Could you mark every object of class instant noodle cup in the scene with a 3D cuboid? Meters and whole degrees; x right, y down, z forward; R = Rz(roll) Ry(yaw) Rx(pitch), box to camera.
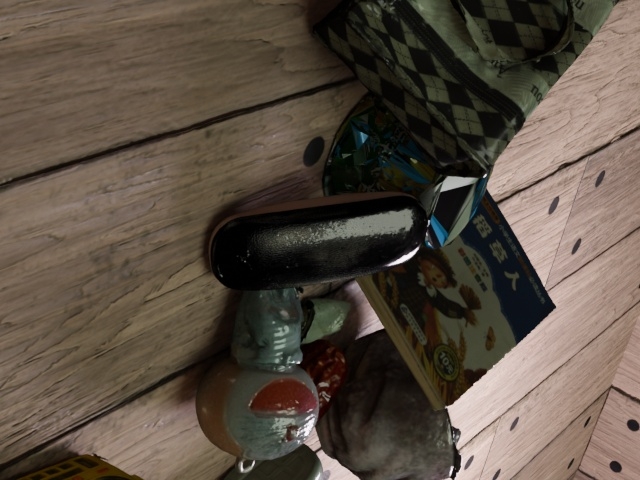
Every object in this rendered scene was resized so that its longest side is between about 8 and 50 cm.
[{"bbox_3d":[0.143,-0.103,1.620,0.240,0.178,0.240,-40,146,-34],"label":"instant noodle cup"}]

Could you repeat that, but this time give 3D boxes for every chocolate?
[{"bbox_3d":[0.096,0.310,1.857,0.213,0.303,0.303,-16,139,-8],"label":"chocolate"}]

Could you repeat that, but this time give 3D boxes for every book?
[{"bbox_3d":[0.239,0.074,1.839,0.039,0.300,0.428,-32,179,42],"label":"book"}]

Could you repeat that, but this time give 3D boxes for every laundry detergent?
[{"bbox_3d":[-0.113,0.554,1.877,0.264,0.124,0.398,-37,146,-38],"label":"laundry detergent"}]

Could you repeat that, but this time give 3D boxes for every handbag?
[{"bbox_3d":[0.213,-0.337,1.441,0.317,0.180,0.416,44,75,-18],"label":"handbag"}]

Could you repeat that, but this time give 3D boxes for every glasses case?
[{"bbox_3d":[0.000,0.000,1.470,0.314,0.075,0.122,-9,126,-15],"label":"glasses case"}]

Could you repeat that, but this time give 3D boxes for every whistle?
[{"bbox_3d":[-0.078,0.179,1.542,0.189,0.189,0.348,-2,103,-57],"label":"whistle"}]

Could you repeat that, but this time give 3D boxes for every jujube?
[{"bbox_3d":[-0.026,0.241,1.736,0.176,0.112,0.109,-48,149,-29],"label":"jujube"}]

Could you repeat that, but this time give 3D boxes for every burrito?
[{"bbox_3d":[0.003,0.130,1.747,0.118,0.044,0.074,-3,116,-54],"label":"burrito"}]

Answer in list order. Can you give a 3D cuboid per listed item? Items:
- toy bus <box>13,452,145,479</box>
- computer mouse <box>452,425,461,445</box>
[{"bbox_3d":[-0.364,0.371,1.276,0.330,0.152,0.144,-11,120,-57],"label":"toy bus"},{"bbox_3d":[0.306,0.482,2.551,0.079,0.047,0.135,-67,160,-3],"label":"computer mouse"}]
